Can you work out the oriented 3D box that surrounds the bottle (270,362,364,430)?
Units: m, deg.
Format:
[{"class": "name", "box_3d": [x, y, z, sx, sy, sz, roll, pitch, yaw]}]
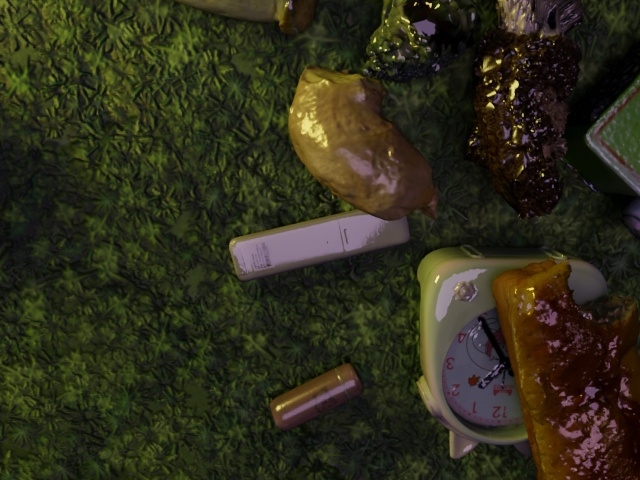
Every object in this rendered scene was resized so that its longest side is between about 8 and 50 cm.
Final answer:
[{"class": "bottle", "box_3d": [-0.005, 0.235, 0.976, 0.140, 0.053, 0.053, -27, 104, 0]}]

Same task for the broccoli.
[{"class": "broccoli", "box_3d": [0.098, -0.354, 0.823, 0.146, 0.165, 0.303, -14, 91, 29]}]

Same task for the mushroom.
[{"class": "mushroom", "box_3d": [-0.153, -0.347, 0.822, 0.313, 0.081, 0.099, 15, 97, -4]}]

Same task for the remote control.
[{"class": "remote control", "box_3d": [0.000, 0.000, 0.940, 0.261, 0.029, 0.067, -14, 103, -5]}]

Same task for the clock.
[{"class": "clock", "box_3d": [0.266, 0.171, 0.960, 0.266, 0.108, 0.323, 2, 103, -7]}]

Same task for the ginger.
[{"class": "ginger", "box_3d": [0.056, -0.120, 0.862, 0.152, 0.138, 0.267, -33, 98, -2]}]

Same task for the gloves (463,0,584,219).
[{"class": "gloves", "box_3d": [0.261, -0.183, 0.838, 0.135, 0.210, 0.312, 6, 82, 13]}]

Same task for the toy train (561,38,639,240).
[{"class": "toy train", "box_3d": [0.498, -0.160, 0.884, 0.249, 0.173, 0.307, 43, 96, -4]}]

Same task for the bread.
[{"class": "bread", "box_3d": [0.357, 0.197, 0.866, 0.186, 0.109, 0.380, -17, 103, -1]}]
